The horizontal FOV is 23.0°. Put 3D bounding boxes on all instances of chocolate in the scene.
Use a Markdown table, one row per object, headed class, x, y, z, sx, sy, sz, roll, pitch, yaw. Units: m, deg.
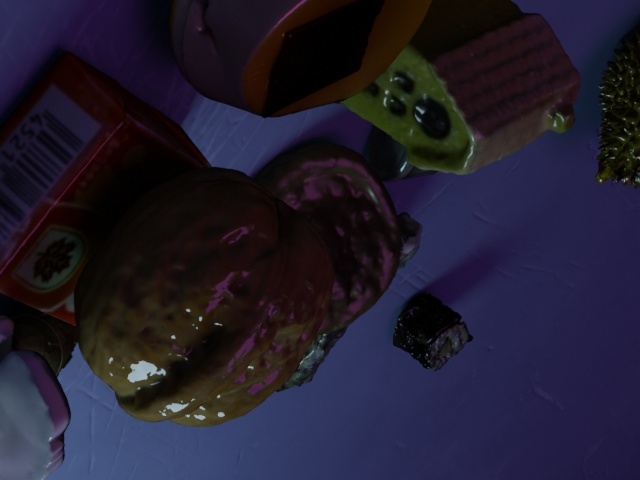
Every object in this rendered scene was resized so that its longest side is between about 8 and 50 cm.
| class | x | y | z | sx | sy | sz | roll | pitch | yaw |
| --- | --- | --- | --- | --- | --- | --- | --- | --- | --- |
| chocolate | -0.235 | -0.036 | 1.555 | 0.237 | 0.108 | 0.235 | -52 | 151 | 1 |

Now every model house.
| class | x | y | z | sx | sy | sz | roll | pitch | yaw |
| --- | --- | --- | --- | --- | --- | --- | --- | --- | --- |
| model house | 0.162 | -0.188 | 1.768 | 0.193 | 0.234 | 0.174 | -28 | 144 | -34 |

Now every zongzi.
| class | x | y | z | sx | sy | sz | roll | pitch | yaw |
| --- | --- | --- | --- | --- | --- | --- | --- | --- | --- |
| zongzi | -0.334 | 0.155 | 1.605 | 0.189 | 0.081 | 0.178 | -54 | -179 | 8 |

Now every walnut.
| class | x | y | z | sx | sy | sz | roll | pitch | yaw |
| --- | --- | --- | --- | --- | --- | --- | --- | --- | --- |
| walnut | -0.116 | 0.059 | 1.510 | 0.224 | 0.257 | 0.257 | 36 | 94 | -28 |

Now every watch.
| class | x | y | z | sx | sy | sz | roll | pitch | yaw |
| --- | --- | --- | --- | --- | --- | --- | --- | --- | --- |
| watch | -0.382 | 0.163 | 1.451 | 0.231 | 0.244 | 0.196 | -16 | 137 | -53 |

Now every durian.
| class | x | y | z | sx | sy | sz | roll | pitch | yaw |
| --- | --- | --- | --- | --- | --- | --- | --- | --- | --- |
| durian | 0.511 | -0.185 | 2.227 | 0.293 | 0.258 | 0.258 | -13 | 135 | -30 |

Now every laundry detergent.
| class | x | y | z | sx | sy | sz | roll | pitch | yaw |
| --- | --- | --- | --- | --- | --- | --- | --- | --- | --- |
| laundry detergent | 0.160 | -0.130 | 1.987 | 0.226 | 0.070 | 0.099 | -11 | 126 | -45 |

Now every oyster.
| class | x | y | z | sx | sy | sz | roll | pitch | yaw |
| --- | --- | --- | --- | --- | --- | --- | --- | --- | --- |
| oyster | 0.011 | 0.073 | 1.984 | 0.198 | 0.112 | 0.267 | 12 | 111 | -56 |

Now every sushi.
| class | x | y | z | sx | sy | sz | roll | pitch | yaw |
| --- | --- | --- | --- | --- | --- | --- | --- | --- | --- |
| sushi | 0.161 | 0.127 | 2.259 | 0.098 | 0.084 | 0.094 | -38 | 144 | -26 |

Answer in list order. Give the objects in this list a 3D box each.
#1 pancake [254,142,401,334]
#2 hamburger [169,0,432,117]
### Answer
| class | x | y | z | sx | sy | sz | roll | pitch | yaw |
| --- | --- | --- | --- | --- | --- | --- | --- | --- | --- |
| pancake | 0.000 | 0.000 | 1.851 | 0.242 | 0.050 | 0.242 | -7 | 103 | -33 |
| hamburger | -0.020 | -0.238 | 1.571 | 0.295 | 0.151 | 0.227 | -21 | 146 | -50 |
